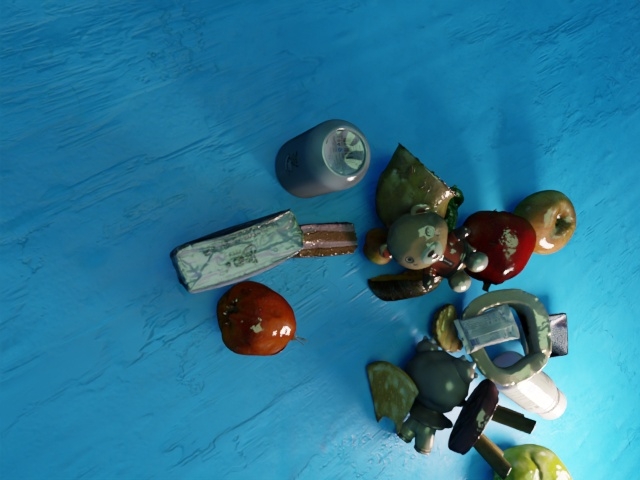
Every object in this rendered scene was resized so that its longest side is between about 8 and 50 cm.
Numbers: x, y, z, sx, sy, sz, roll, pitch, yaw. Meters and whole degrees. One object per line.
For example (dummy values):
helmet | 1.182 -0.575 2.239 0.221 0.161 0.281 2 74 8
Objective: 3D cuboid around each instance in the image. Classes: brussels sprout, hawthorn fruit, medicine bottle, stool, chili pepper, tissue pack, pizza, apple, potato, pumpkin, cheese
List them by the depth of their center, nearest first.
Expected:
tissue pack | -0.238 0.028 1.079 0.288 0.394 0.124 -23 97 -20
hawthorn fruit | -0.162 0.248 1.214 0.299 0.211 0.211 28 78 -29
stool | 0.561 0.620 1.359 0.178 0.272 0.272 31 74 19
potato | 0.292 -0.143 1.396 0.289 0.301 0.237 43 103 4
pizza | 0.248 0.539 1.404 0.034 0.181 0.262 -19 107 -55
apple | 0.199 0.019 1.405 0.102 0.126 0.126 11 84 1
tissue pack | 0.580 0.307 1.426 0.193 0.026 0.122 -21 73 10
pumpkin | 0.329 0.161 1.433 0.279 0.163 0.111 -14 99 -21
cheese | 0.671 0.348 1.484 0.292 0.153 0.332 -14 75 12
chili pepper | 0.455 -0.094 1.506 0.099 0.136 0.270 26 70 -12
hawthorn fruit | 0.639 0.037 1.520 0.265 0.265 0.307 13 97 -21
brussels sprout | 0.815 0.923 1.564 0.274 0.243 0.316 -39 106 -12
medicine bottle | 0.818 0.576 1.616 0.293 0.170 0.170 38 75 -18
apple | 0.895 -0.076 1.655 0.261 0.194 0.260 0 90 -20

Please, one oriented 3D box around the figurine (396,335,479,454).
figurine | 0.382 0.543 1.429 0.203 0.248 0.380 12 98 -37

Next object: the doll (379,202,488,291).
doll | 0.363 0.022 1.303 0.330 0.174 0.235 26 117 -20

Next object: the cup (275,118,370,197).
cup | 0.005 -0.241 1.232 0.206 0.312 0.205 0 91 -23

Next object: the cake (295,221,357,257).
cake | 0.000 0.000 1.339 0.295 0.113 0.115 -5 92 -28

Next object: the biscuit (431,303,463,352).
biscuit | 0.463 0.331 1.537 0.118 0.061 0.183 -5 88 -21

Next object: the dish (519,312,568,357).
dish | 0.918 0.395 1.709 0.243 0.080 0.181 0 89 -24
